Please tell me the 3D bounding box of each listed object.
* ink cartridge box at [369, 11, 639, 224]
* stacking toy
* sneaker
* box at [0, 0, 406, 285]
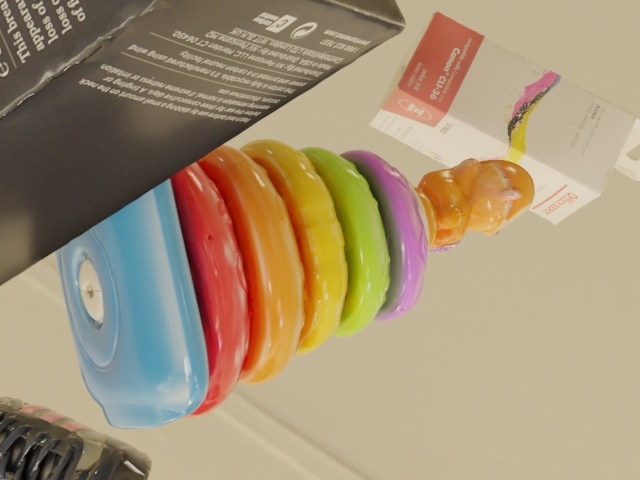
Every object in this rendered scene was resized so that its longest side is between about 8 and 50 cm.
[{"bbox_3d":[0.143,-0.074,1.278,0.198,0.115,0.067,27,-102,-3],"label":"ink cartridge box"},{"bbox_3d":[0.000,0.000,1.083,0.175,0.301,0.166,-11,-89,63],"label":"stacking toy"},{"bbox_3d":[-0.233,0.181,1.429,0.112,0.131,0.319,-62,-161,-14],"label":"sneaker"},{"bbox_3d":[-0.184,-0.181,0.890,0.312,0.179,0.343,-30,-106,23],"label":"box"}]
